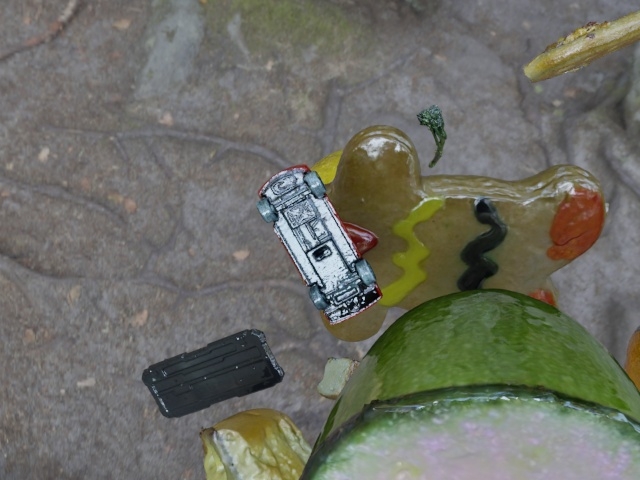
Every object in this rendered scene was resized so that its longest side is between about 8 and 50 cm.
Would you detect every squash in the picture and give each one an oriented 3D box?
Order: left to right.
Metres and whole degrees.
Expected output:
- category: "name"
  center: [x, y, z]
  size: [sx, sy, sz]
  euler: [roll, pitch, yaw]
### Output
- category: "squash"
  center: [0.156, 0.150, 0.712]
  size: [0.310, 0.310, 0.308]
  euler: [25, 34, -3]

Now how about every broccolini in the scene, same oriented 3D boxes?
- category: "broccolini"
  center: [0.221, -0.189, 1.556]
  size: [0.054, 0.194, 0.052]
  euler: [-36, 59, -14]

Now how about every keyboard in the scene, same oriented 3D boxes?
- category: "keyboard"
  center: [-0.181, 0.220, 1.316]
  size: [0.106, 0.262, 0.016]
  euler: [62, 28, -9]

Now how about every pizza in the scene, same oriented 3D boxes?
- category: "pizza"
  center: [0.449, -0.329, 1.324]
  size: [0.246, 0.127, 0.058]
  euler: [-23, 86, 9]

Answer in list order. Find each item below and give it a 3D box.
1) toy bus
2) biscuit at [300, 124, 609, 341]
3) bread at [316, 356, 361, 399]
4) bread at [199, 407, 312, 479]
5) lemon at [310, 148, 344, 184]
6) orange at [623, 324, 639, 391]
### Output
- category: "toy bus"
  center: [0.000, 0.000, 0.983]
  size: [0.081, 0.089, 0.195]
  euler: [-30, 96, 8]
- category: "biscuit"
  center: [0.172, 0.031, 1.153]
  size: [0.394, 0.368, 0.076]
  euler: [11, 36, -3]
- category: "bread"
  center: [0.046, 0.251, 1.416]
  size: [0.070, 0.083, 0.076]
  euler: [32, 64, -29]
- category: "bread"
  center: [-0.086, 0.337, 1.167]
  size: [0.163, 0.262, 0.204]
  euler: [-30, 76, -24]
- category: "lemon"
  center: [0.080, -0.050, 1.555]
  size: [0.293, 0.293, 0.293]
  euler: [9, 56, -14]
- category: "orange"
  center: [0.558, 0.206, 1.271]
  size: [0.155, 0.177, 0.177]
  euler: [22, 52, 11]
